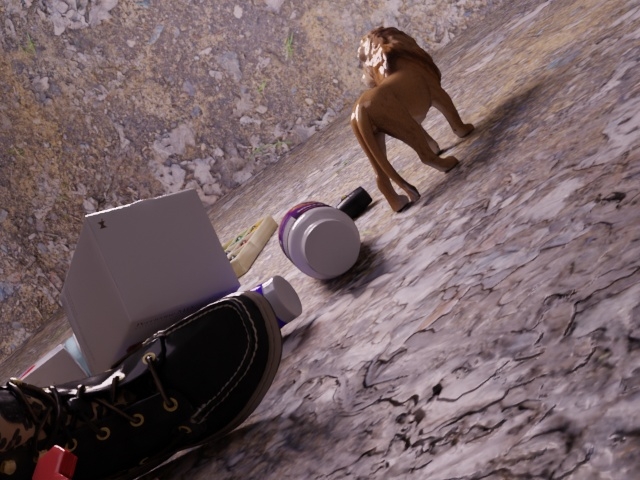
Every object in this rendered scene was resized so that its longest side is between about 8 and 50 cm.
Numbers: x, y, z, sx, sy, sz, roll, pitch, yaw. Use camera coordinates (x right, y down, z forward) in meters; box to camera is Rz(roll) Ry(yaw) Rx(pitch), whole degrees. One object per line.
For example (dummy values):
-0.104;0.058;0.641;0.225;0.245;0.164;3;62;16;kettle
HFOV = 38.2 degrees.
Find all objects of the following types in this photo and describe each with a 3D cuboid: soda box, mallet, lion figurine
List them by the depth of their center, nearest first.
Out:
-0.472;0.261;1.461;0.216;0.074;0.069;-39;11;-15;soda box
0.128;-0.222;1.540;0.142;0.240;0.392;-33;13;24;lion figurine
0.048;-0.065;1.709;0.062;0.039;0.190;-41;7;-7;mallet

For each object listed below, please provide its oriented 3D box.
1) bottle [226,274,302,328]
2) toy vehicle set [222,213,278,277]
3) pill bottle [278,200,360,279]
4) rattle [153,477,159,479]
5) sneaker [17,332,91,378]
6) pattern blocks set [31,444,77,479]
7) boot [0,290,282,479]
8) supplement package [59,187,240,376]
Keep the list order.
-0.155;0.148;1.303;0.283;0.092;0.118;-34;6;19;bottle
-0.196;0.042;2.017;0.166;0.035;0.267;-33;12;22;toy vehicle set
0.000;0.000;1.382;0.108;0.108;0.193;-38;11;-4;pill bottle
-0.245;0.346;0.949;0.130;0.142;0.200;16;30;37;rattle
-0.512;0.280;1.826;0.208;0.127;0.319;-39;1;-18;sneaker
-0.305;0.354;0.787;0.285;0.026;0.325;-38;35;10;pattern blocks set
-0.245;0.182;1.015;0.377;0.138;0.284;-35;-22;30;boot
-0.269;0.079;1.413;0.178;0.175;0.293;-17;-19;-29;supplement package
